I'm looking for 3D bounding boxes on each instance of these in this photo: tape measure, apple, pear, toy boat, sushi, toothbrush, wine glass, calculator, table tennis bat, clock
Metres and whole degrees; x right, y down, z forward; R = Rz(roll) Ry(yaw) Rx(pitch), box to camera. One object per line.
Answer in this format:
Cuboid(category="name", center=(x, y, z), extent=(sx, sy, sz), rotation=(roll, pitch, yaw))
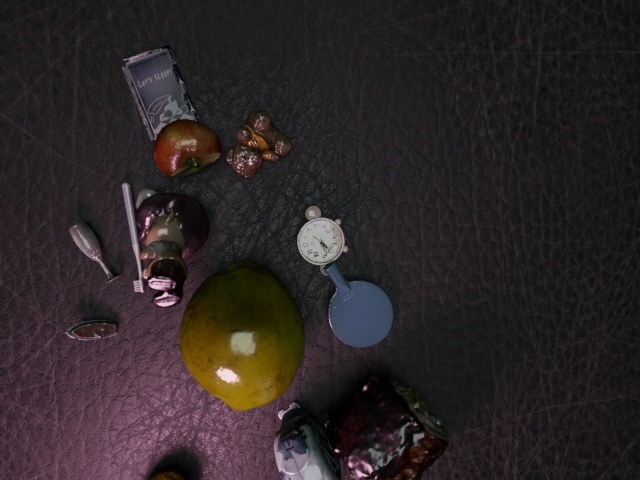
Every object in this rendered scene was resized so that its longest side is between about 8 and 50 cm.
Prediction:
Cuboid(category="tape measure", center=(-0.033, 0.662, 1.240), extent=(0.147, 0.256, 0.275), rotation=(-31, 91, 0))
Cuboid(category="apple", center=(-0.390, -0.268, 1.186), extent=(0.195, 0.173, 0.160), rotation=(-29, 113, 2))
Cuboid(category="pear", center=(-0.220, 0.268, 1.172), extent=(0.352, 0.352, 0.413), rotation=(-16, 85, -5))
Cuboid(category="toy boat", center=(-0.696, 0.273, 1.245), extent=(0.140, 0.066, 0.059), rotation=(1, 81, -35))
Cuboid(category="sushi", center=(0.199, 0.592, 1.245), extent=(0.294, 0.281, 0.299), rotation=(-44, 117, 1))
Cuboid(category="toothbrush", center=(-0.576, -0.007, 1.263), extent=(0.030, 0.025, 0.341), rotation=(-5, 94, -4))
Cuboid(category="wine glass", center=(-0.681, 0.036, 1.233), extent=(0.066, 0.066, 0.198), rotation=(-31, 96, -4))
Cuboid(category="calculator", center=(-0.486, -0.446, 1.249), extent=(0.166, 0.028, 0.273), rotation=(-20, 93, -2))
Cuboid(category="table tennis bat", center=(0.110, 0.206, 1.320), extent=(0.215, 0.044, 0.329), rotation=(-34, 107, -2))
Cuboid(category="clock", center=(0.000, 0.000, 1.310), extent=(0.156, 0.063, 0.229), rotation=(-17, 99, -8))

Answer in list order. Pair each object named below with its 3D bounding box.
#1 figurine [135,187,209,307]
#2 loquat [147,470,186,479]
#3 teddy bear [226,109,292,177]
Cuboid(category="figurine", center=(-0.436, 0.021, 1.134), extent=(0.207, 0.364, 0.218), rotation=(-9, 130, 9))
Cuboid(category="loquat", center=(-0.482, 0.817, 1.232), extent=(0.176, 0.187, 0.234), rotation=(17, 100, -19))
Cuboid(category="teddy bear", center=(-0.202, -0.285, 1.241), extent=(0.140, 0.177, 0.190), rotation=(32, 88, 38))
